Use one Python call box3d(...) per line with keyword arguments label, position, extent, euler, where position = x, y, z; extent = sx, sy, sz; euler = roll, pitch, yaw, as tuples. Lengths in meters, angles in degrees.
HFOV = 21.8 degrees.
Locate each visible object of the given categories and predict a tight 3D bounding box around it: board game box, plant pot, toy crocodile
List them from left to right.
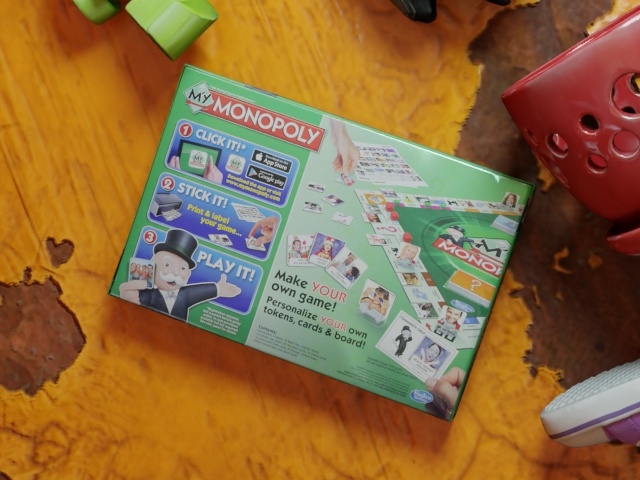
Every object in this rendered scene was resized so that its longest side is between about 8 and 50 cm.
box3d(label="toy crocodile", position=(-0.200, -0.302, 1.417), extent=(0.115, 0.105, 0.341), euler=(-30, 86, 10))
box3d(label="board game box", position=(0.000, 0.000, 1.421), extent=(0.317, 0.046, 0.214), euler=(20, 94, 9))
box3d(label="plant pot", position=(0.262, -0.092, 1.303), extent=(0.191, 0.191, 0.174), euler=(-30, 93, 10))

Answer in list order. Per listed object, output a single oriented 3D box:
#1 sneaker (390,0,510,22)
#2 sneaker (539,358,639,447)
box3d(label="sneaker", position=(0.157, -0.270, 1.358), extent=(0.276, 0.097, 0.135), euler=(-28, 87, 12))
box3d(label="sneaker", position=(0.329, 0.162, 1.342), extent=(0.282, 0.102, 0.161), euler=(-15, 92, 10))
